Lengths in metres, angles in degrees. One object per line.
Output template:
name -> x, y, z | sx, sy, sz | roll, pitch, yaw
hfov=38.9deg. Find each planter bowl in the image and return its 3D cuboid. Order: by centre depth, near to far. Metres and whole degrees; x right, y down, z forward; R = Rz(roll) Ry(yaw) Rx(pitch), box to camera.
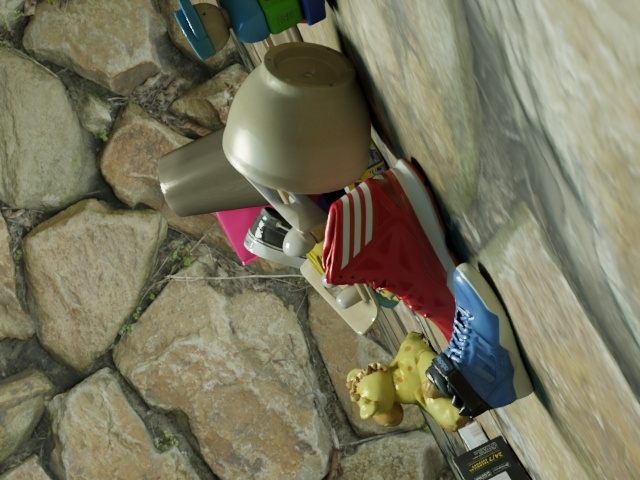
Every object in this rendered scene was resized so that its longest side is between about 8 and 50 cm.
planter bowl -> -0.019, -0.141, 0.959 | 0.162, 0.162, 0.109 | -118, 28, -44

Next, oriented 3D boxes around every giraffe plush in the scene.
giraffe plush -> 0.141, 0.264, 1.609 | 0.210, 0.171, 0.181 | 63, 179, 3

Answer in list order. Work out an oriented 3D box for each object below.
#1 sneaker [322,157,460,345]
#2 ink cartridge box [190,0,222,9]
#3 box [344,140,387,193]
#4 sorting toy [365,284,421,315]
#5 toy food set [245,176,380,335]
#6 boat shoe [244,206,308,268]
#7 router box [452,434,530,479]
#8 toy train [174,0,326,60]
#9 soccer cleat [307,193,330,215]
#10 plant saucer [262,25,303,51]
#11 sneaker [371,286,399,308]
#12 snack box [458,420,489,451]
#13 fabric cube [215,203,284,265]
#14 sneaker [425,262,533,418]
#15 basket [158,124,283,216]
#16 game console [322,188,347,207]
sneaker -> 0.074, 0.037, 0.914 | 0.087, 0.128, 0.221 | -119, 4, -72
ink cartridge box -> -0.217, -0.512, 1.508 | 0.193, 0.088, 0.234 | 67, -175, -74
box -> 0.026, -0.128, 1.128 | 0.169, 0.054, 0.059 | 63, 178, 33
sorting toy -> 0.076, 0.031, 1.343 | 0.132, 0.046, 0.274 | 32, 159, 37
toy food set -> -0.024, 0.016, 1.569 | 0.220, 0.092, 0.306 | 45, 167, 43
boat shoe -> -0.002, -0.002, 1.800 | 0.306, 0.105, 0.113 | 16, -158, -29
router box -> 0.299, 0.453, 1.230 | 0.308, 0.081, 0.243 | 65, 178, -35
toy train -> -0.105, -0.303, 0.891 | 0.248, 0.143, 0.105 | 63, 178, 14
soccer cleat -> -0.032, -0.161, 1.602 | 0.318, 0.109, 0.116 | 66, 173, -17
plant saucer -> -0.087, -0.355, 1.359 | 0.277, 0.041, 0.278 | 62, 179, 3
sneaker -> 0.112, 0.081, 1.590 | 0.073, 0.063, 0.162 | 58, 176, 35
snack box -> 0.275, 0.372, 1.450 | 0.141, 0.037, 0.100 | 62, 179, 44
fabric cube -> -0.117, -0.135, 1.958 | 0.258, 0.259, 0.254 | 62, 179, -10
sneaker -> 0.132, 0.098, 0.830 | 0.152, 0.085, 0.058 | 64, 178, -27
basket -> -0.179, -0.132, 1.734 | 0.154, 0.227, 0.204 | -88, -23, -47
game console -> -0.024, -0.123, 1.434 | 0.361, 0.044, 0.213 | 38, 163, 49
